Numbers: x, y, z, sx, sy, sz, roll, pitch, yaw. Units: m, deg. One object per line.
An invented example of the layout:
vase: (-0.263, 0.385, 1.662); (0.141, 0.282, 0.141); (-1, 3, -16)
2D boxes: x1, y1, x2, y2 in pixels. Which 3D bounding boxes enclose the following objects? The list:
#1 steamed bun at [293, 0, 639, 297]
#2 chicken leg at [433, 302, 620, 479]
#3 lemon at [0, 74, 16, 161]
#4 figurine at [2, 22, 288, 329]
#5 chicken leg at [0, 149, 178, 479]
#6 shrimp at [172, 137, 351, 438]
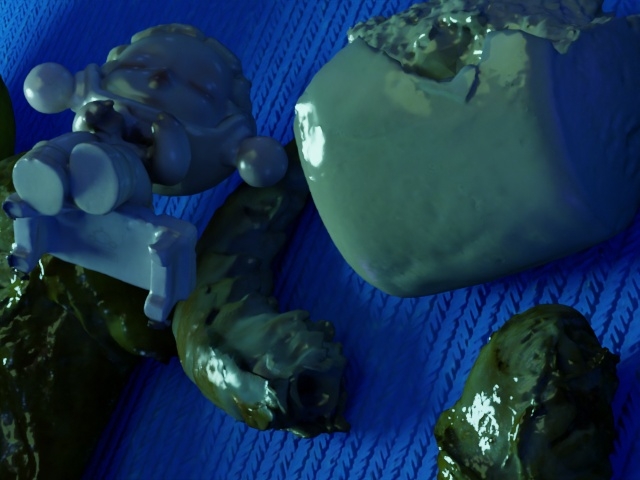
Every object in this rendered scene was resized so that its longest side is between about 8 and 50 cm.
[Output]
steamed bun: (0.096, -0.082, 0.919); (0.225, 0.170, 0.200); (-18, 48, 40)
chicken leg: (0.094, 0.142, 0.837); (0.103, 0.088, 0.227); (30, 86, 40)
lemon: (-0.477, -0.092, 1.428); (0.387, 0.350, 0.350); (5, 69, 33)
figurine: (-0.117, -0.067, 1.100); (0.182, 0.144, 0.256); (1, 35, 24)
chicken leg: (-0.191, 0.103, 1.171); (0.211, 0.140, 0.361); (-17, 75, 21)
shrimp: (-0.027, 0.015, 1.096); (0.185, 0.068, 0.287); (-8, 50, 42)
